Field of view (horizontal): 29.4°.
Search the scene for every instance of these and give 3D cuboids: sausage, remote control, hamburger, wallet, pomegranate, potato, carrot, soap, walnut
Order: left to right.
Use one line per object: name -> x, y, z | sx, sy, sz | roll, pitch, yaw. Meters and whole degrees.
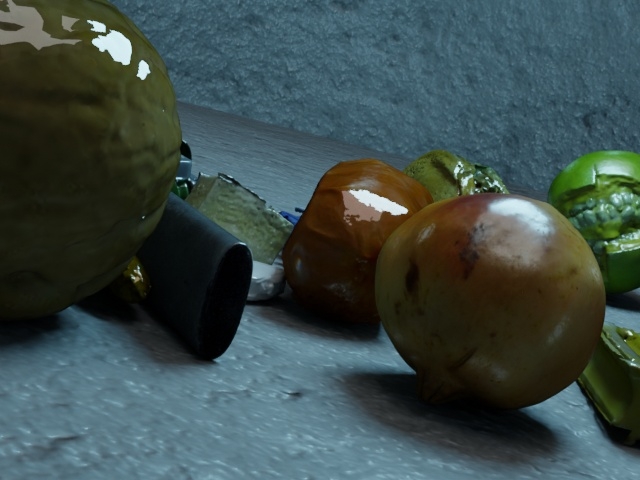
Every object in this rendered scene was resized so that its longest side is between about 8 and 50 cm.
walnut -> -0.277, -0.083, 0.992 | 0.333, 0.332, 0.333 | 14, 10, -3
carrot -> -0.232, 0.000, 1.201 | 0.066, 0.066, 0.314 | 8, 12, -34
remote control -> -0.163, 0.001, 1.180 | 0.044, 0.107, 0.377 | 6, 13, -30
wallet -> -0.127, 0.025, 1.319 | 0.190, 0.033, 0.095 | 19, 12, 23
potato -> -0.095, -0.020, 1.378 | 0.122, 0.086, 0.061 | 32, -9, -21
sausage -> 0.047, -0.004, 1.344 | 0.141, 0.153, 0.268 | 29, 20, 4
hamburger -> 0.153, -0.015, 1.527 | 0.122, 0.189, 0.215 | 21, 6, -29
pomegranate -> 0.152, 0.054, 1.102 | 0.209, 0.209, 0.209 | 14, 10, -3
pomegranate -> 0.408, -0.021, 1.903 | 0.302, 0.236, 0.236 | -11, 5, 12
soap -> 0.340, 0.146, 1.212 | 0.135, 0.076, 0.233 | 15, 9, 2

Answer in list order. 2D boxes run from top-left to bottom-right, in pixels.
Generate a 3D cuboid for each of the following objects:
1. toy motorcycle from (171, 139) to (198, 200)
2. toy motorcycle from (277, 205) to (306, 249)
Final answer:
toy motorcycle -> -0.226, -0.080, 1.528 | 0.187, 0.124, 0.275 | -2, 19, -30
toy motorcycle -> 0.000, 0.000, 1.550 | 0.114, 0.076, 0.205 | 5, 11, -14
